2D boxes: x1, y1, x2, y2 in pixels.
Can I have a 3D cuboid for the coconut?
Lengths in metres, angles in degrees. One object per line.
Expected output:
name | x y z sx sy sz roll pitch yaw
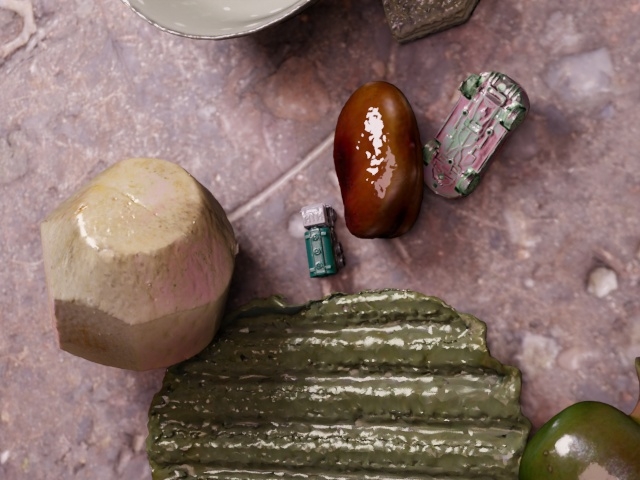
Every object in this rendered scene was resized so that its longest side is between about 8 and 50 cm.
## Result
coconut | -0.196 0.027 0.955 0.197 0.237 0.237 -11 77 -19

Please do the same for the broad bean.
broad bean | 0.060 -0.086 0.936 0.114 0.084 0.165 -23 72 37

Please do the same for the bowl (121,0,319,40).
bowl | -0.069 -0.362 0.977 0.337 0.157 0.337 -2 83 21

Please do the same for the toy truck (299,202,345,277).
toy truck | 0.000 0.000 0.967 0.039 0.044 0.083 -11 80 14

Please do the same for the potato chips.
potato chips | 0.003 0.230 0.923 0.429 0.070 0.359 -4 79 17

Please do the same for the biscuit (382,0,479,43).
biscuit | 0.116 -0.353 0.975 0.147 0.046 0.250 -15 78 15

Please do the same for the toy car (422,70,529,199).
toy car | 0.160 -0.109 0.922 0.069 0.055 0.142 43 119 21

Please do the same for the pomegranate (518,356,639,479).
pomegranate | 0.277 0.197 0.813 0.152 0.131 0.191 32 75 19
